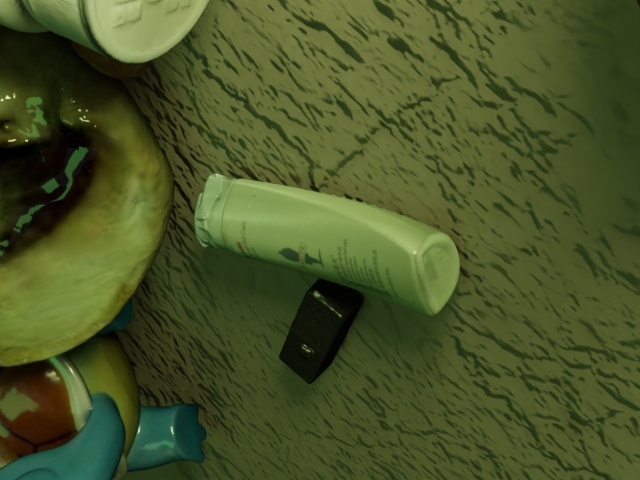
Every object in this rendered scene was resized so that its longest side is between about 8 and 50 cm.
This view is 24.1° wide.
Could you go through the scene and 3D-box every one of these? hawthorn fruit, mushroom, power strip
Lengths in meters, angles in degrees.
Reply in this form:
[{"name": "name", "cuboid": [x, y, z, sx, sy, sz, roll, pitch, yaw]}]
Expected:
[{"name": "hawthorn fruit", "cuboid": [-0.157, -0.153, 1.022, 0.103, 0.066, 0.066, 24, 144, 5]}, {"name": "mushroom", "cuboid": [-0.228, -0.085, 1.146, 0.217, 0.212, 0.292, -103, -10, -45]}, {"name": "power strip", "cuboid": [-0.001, 0.067, 1.124, 0.038, 0.029, 0.111, 39, 146, 12]}]

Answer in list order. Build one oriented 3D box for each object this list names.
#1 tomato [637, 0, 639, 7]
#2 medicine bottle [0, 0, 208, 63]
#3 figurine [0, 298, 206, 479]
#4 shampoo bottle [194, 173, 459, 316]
[{"name": "tomato", "cuboid": [0.171, -0.160, 0.563, 0.187, 0.151, 0.187, -22, -90, -85]}, {"name": "medicine bottle", "cuboid": [-0.196, -0.210, 0.941, 0.258, 0.143, 0.143, 28, 143, 28]}, {"name": "figurine", "cuboid": [-0.249, 0.138, 1.352, 0.416, 0.243, 0.298, 36, 162, 54]}, {"name": "shampoo bottle", "cuboid": [0.000, 0.000, 1.032, 0.212, 0.049, 0.072, 13, 139, 41]}]
